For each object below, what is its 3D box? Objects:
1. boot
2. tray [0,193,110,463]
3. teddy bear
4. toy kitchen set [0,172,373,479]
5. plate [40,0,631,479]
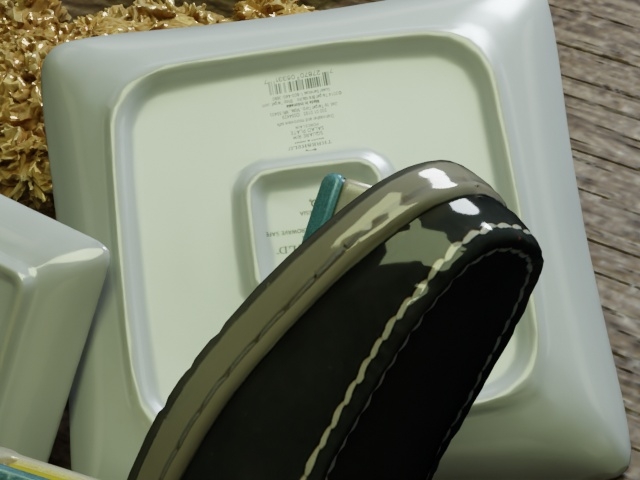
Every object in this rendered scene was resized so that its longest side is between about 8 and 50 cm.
[{"bbox_3d":[0.037,0.190,0.628,0.284,0.138,0.377,36,96,31],"label":"boot"},{"bbox_3d":[-0.237,0.024,0.944,0.270,0.145,0.030,24,12,29],"label":"tray"},{"bbox_3d":[-0.148,-0.086,1.059,0.338,0.113,0.245,1,42,9],"label":"teddy bear"},{"bbox_3d":[-0.064,0.060,0.794,0.166,0.122,0.207,18,87,2],"label":"toy kitchen set"},{"bbox_3d":[0.000,0.000,0.906,0.277,0.045,0.278,-8,71,1],"label":"plate"}]
